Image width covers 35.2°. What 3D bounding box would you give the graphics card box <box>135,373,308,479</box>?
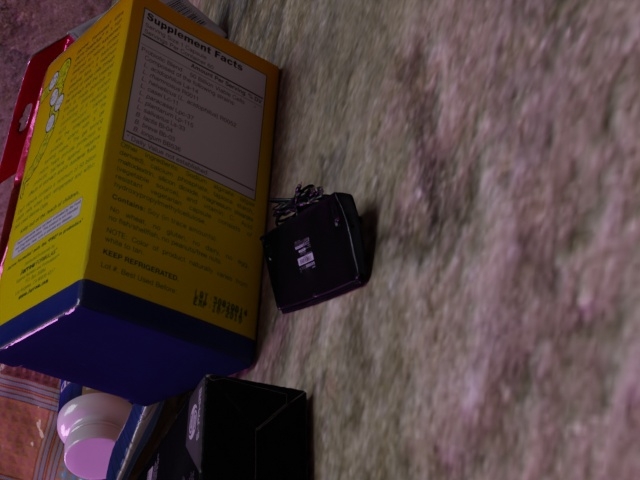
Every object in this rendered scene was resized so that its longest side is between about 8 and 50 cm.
[{"bbox_3d":[-0.117,0.298,0.839,0.371,0.094,0.233,123,154,-46],"label":"graphics card box"}]

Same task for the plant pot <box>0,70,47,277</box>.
[{"bbox_3d":[-0.293,-0.017,1.340,0.267,0.235,0.267,126,152,-49],"label":"plant pot"}]

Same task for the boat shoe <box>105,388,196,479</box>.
[{"bbox_3d":[-0.187,0.225,1.128,0.183,0.066,0.066,-66,23,13],"label":"boat shoe"}]

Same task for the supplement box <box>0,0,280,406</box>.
[{"bbox_3d":[-0.185,-0.039,1.040,0.195,0.194,0.356,-25,50,43],"label":"supplement box"}]

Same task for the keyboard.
[{"bbox_3d":[0.000,0.000,0.828,0.192,0.038,0.100,-25,77,65],"label":"keyboard"}]

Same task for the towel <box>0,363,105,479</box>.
[{"bbox_3d":[-0.458,0.346,1.536,0.040,0.271,0.370,52,-129,-83],"label":"towel"}]

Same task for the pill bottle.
[{"bbox_3d":[-0.305,0.231,1.394,0.187,0.112,0.112,-104,33,-53],"label":"pill bottle"}]

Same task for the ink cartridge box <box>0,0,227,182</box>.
[{"bbox_3d":[-0.311,-0.185,1.470,0.272,0.130,0.309,-42,-8,-40],"label":"ink cartridge box"}]
